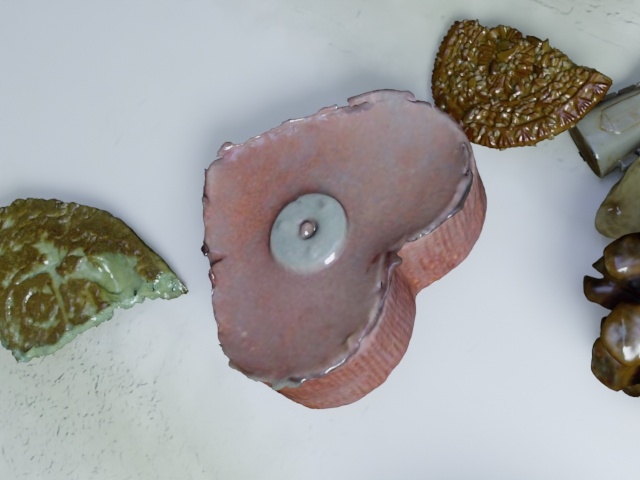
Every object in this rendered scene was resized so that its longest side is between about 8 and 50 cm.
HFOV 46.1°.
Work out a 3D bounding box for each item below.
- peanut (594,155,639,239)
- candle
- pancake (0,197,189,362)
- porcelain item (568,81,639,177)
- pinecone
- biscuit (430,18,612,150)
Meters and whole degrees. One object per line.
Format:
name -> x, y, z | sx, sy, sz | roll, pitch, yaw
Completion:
peanut -> 0.337, -0.059, 0.687 | 0.187, 0.082, 0.082 | -31, 67, 9
candle -> 0.000, 0.000, 0.767 | 0.287, 0.131, 0.317 | 24, 73, 30
pancake -> -0.329, 0.050, 0.904 | 0.376, 0.054, 0.198 | 5, 75, 22
porcelain item -> 0.350, -0.139, 0.722 | 0.213, 0.054, 0.084 | -27, 68, 9
pinecone -> 0.312, 0.074, 0.592 | 0.201, 0.228, 0.203 | 17, 93, 67
biscuit -> 0.184, -0.157, 0.772 | 0.206, 0.025, 0.126 | 37, 94, 41
